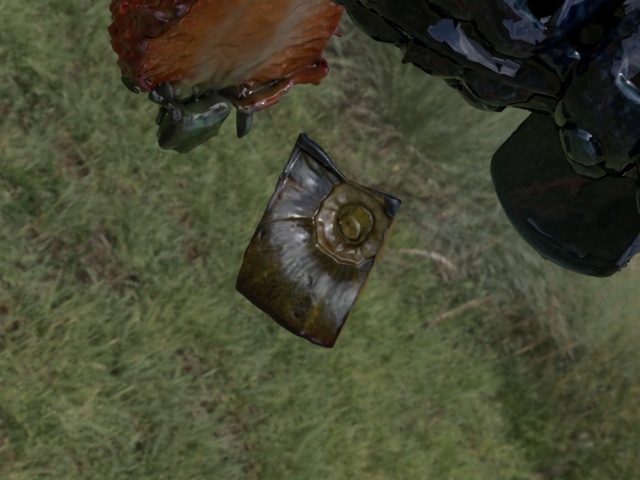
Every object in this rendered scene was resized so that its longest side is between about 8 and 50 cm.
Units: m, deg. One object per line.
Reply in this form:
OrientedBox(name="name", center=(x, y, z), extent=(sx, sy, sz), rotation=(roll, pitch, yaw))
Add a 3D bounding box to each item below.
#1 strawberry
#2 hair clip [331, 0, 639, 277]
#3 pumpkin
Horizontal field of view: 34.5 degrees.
OrientedBox(name="strawberry", center=(-0.063, -0.181, 0.736), extent=(0.188, 0.286, 0.106), rotation=(-15, 68, -37))
OrientedBox(name="hair clip", center=(0.155, -0.081, 0.459), extent=(0.310, 0.194, 0.206), rotation=(44, 5, 14))
OrientedBox(name="pumpkin", center=(-0.002, 0.001, 0.580), extent=(0.073, 0.101, 0.035), rotation=(29, 6, 5))
